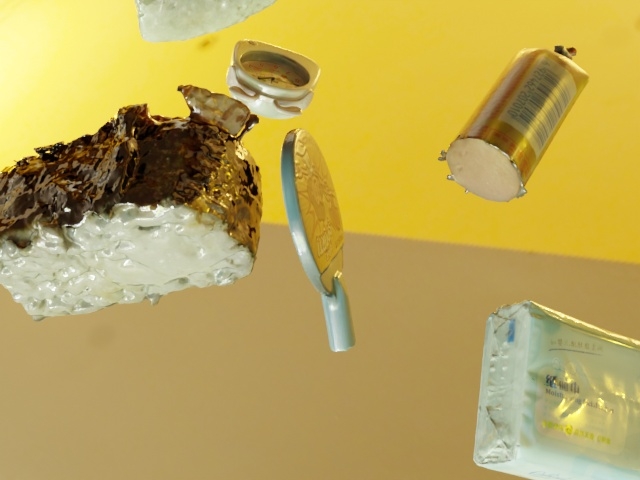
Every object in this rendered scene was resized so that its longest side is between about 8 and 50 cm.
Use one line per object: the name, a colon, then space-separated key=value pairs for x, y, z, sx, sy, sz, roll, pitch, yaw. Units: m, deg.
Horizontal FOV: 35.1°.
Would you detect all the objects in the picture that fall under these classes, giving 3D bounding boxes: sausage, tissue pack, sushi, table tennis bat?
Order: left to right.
sushi: x=-0.208 y=-0.038 z=1.055 sx=0.343 sy=0.196 sz=0.182 roll=-16 pitch=-116 yaw=21
table tennis bat: x=0.000 y=0.000 z=1.458 sx=0.044 sy=0.329 sz=0.215 roll=-10 pitch=-168 yaw=14
sausage: x=0.289 y=-0.189 z=1.444 sx=0.125 sy=0.117 sz=0.317 roll=5 pitch=-136 yaw=37
tissue pack: x=0.299 y=0.184 z=1.107 sx=0.089 sy=0.263 sz=0.177 roll=-21 pitch=-126 yaw=56

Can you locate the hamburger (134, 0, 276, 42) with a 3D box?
hamburger: x=-0.038 y=-0.142 z=0.384 sx=0.084 sy=0.121 sz=0.054 roll=-11 pitch=-161 yaw=-5

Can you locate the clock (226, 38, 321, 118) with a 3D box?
clock: x=-0.082 y=-0.256 z=1.656 sx=0.151 sy=0.062 sz=0.191 roll=18 pitch=-146 yaw=-6
